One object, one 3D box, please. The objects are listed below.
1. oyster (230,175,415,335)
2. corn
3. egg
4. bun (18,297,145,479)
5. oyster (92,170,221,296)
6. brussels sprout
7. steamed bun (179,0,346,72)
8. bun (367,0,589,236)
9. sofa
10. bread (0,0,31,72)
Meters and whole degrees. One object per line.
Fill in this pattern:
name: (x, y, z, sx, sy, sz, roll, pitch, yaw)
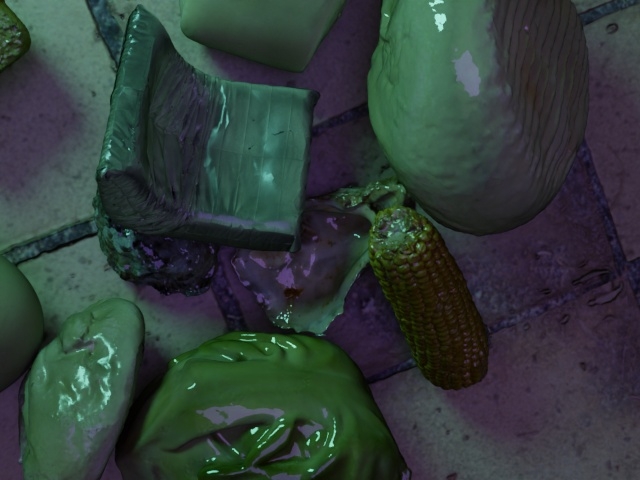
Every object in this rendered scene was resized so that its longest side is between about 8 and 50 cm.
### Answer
oyster: (0.015, 0.006, 0.997, 0.233, 0.107, 0.161, -37, 88, 10)
corn: (0.132, 0.075, 0.961, 0.106, 0.106, 0.293, -33, 133, -5)
egg: (-0.422, 0.084, 0.886, 0.242, 0.186, 0.186, 14, 93, -8)
bun: (-0.271, 0.173, 0.906, 0.116, 0.237, 0.210, 21, 132, -12)
oyster: (-0.201, -0.005, 0.978, 0.177, 0.064, 0.125, 24, 85, -9)
brussels sprout: (-0.056, 0.251, 0.935, 0.328, 0.247, 0.328, -2, 97, -12)
steamed bun: (-0.050, -0.326, 0.924, 0.200, 0.155, 0.250, 21, 89, -10)
bun: (0.163, -0.185, 0.918, 0.213, 0.361, 0.361, -6, 98, 36)
sofa: (-0.113, -0.110, 0.894, 0.225, 0.176, 0.210, 10, 68, -6)
bread: (-0.395, -0.202, 0.899, 0.156, 0.125, 0.086, -43, 108, -13)
